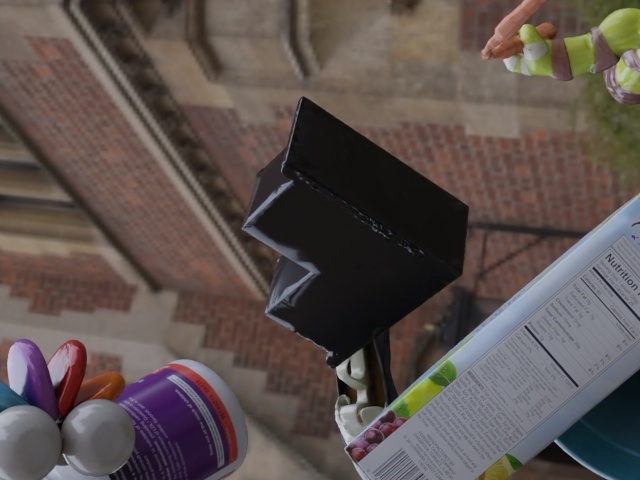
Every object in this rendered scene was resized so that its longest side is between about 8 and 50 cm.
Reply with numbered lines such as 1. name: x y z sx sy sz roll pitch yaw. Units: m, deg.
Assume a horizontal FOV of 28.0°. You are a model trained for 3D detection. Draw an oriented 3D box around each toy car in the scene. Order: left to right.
1. toy car: -0.276 0.165 1.274 0.182 0.159 0.136 -1 -92 -32

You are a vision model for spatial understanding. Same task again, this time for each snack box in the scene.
1. snack box: 0.123 0.058 0.687 0.207 0.070 0.174 -43 -8 10

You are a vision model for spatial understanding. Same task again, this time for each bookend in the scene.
1. bookend: 0.000 0.000 0.954 0.157 0.156 0.072 -41 26 40

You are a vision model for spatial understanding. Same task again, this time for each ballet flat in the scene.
1. ballet flat: 0.038 0.142 1.228 0.074 0.074 0.203 18 -114 -72

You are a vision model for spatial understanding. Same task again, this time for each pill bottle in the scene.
1. pill bottle: -0.264 0.299 1.727 0.323 0.181 0.182 -26 -56 -40

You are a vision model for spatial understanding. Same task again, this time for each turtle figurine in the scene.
1. turtle figurine: 0.229 -0.128 0.724 0.217 0.269 0.087 15 -128 -77

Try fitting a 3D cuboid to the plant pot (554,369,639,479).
1. plant pot: 0.380 0.083 1.357 0.255 0.271 0.272 -42 -43 -45
